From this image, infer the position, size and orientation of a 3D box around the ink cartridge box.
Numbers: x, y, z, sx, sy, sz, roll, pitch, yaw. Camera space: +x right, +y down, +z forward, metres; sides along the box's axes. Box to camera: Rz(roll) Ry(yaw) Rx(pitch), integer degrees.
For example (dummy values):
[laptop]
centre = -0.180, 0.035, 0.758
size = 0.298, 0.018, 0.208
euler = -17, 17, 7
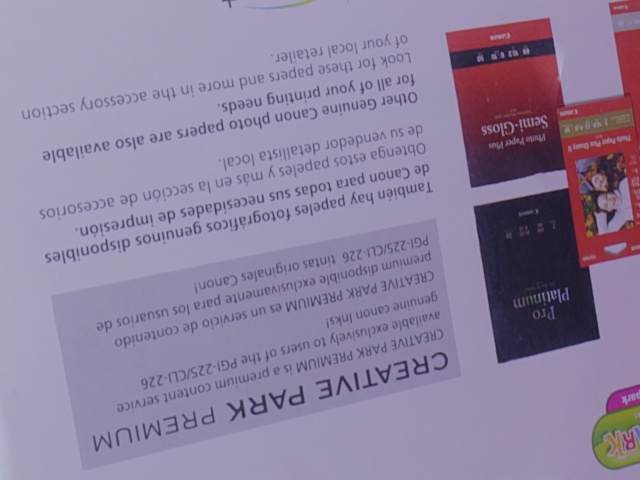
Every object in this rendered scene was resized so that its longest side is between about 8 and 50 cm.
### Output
[ink cartridge box]
centre = 0.000, 0.000, 0.655
size = 0.309, 0.130, 0.272
euler = -11, 91, -27
